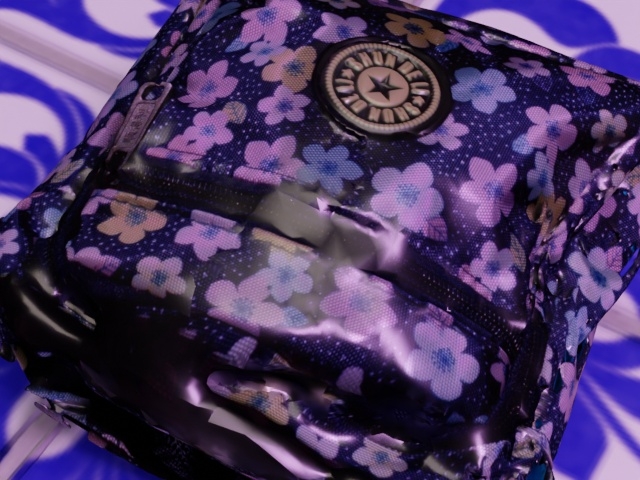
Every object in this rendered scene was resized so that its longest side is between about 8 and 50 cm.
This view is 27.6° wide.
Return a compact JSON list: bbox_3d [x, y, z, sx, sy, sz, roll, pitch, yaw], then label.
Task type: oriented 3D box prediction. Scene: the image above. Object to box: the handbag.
[{"bbox_3d":[0.000,0.000,0.481,0.228,0.127,0.208,23,54,7],"label":"handbag"}]
